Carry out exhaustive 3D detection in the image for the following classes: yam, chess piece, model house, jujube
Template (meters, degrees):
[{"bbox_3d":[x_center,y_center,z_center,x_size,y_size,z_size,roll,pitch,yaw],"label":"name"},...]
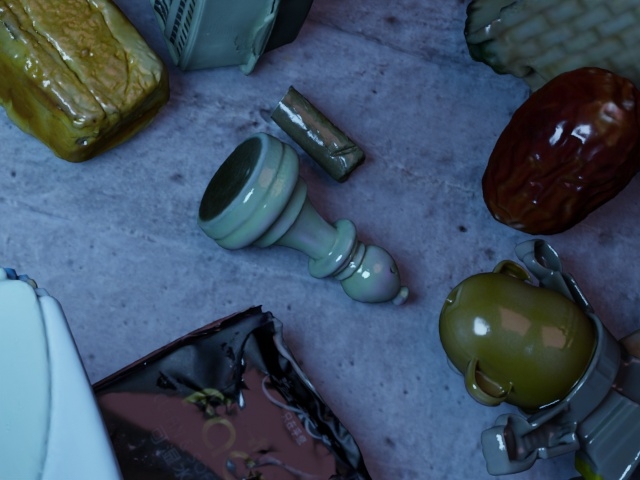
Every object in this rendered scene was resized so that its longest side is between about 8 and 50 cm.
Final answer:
[{"bbox_3d":[-0.004,-0.131,1.481,0.132,0.054,0.054,43,52,-3],"label":"yam"},{"bbox_3d":[0.000,0.000,1.384,0.271,0.139,0.139,34,52,-25],"label":"chess piece"},{"bbox_3d":[0.484,-0.317,1.709,0.400,0.395,0.445,48,34,-18],"label":"model house"},{"bbox_3d":[0.311,-0.111,1.530,0.174,0.250,0.174,18,54,-26],"label":"jujube"}]

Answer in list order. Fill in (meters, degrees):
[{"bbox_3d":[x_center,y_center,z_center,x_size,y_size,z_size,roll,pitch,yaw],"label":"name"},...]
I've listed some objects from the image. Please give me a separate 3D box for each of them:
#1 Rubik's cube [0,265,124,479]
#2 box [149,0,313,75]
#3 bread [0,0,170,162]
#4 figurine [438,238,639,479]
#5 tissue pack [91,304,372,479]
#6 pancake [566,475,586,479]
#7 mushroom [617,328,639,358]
[{"bbox_3d":[-0.351,0.250,0.882,0.351,0.352,0.347,-11,70,-37],"label":"Rubik's cube"},{"bbox_3d":[-0.124,-0.360,1.433,0.166,0.220,0.290,-16,73,-21],"label":"box"},{"bbox_3d":[-0.303,-0.230,1.309,0.294,0.132,0.167,50,52,1],"label":"bread"},{"bbox_3d":[0.267,0.144,1.417,0.285,0.167,0.342,34,23,-18],"label":"figurine"},{"bbox_3d":[-0.125,0.224,1.174,0.332,0.123,0.245,-25,81,-37],"label":"tissue pack"},{"bbox_3d":[0.337,0.380,1.424,0.199,0.021,0.199,14,58,-24],"label":"pancake"},{"bbox_3d":[0.510,0.134,1.579,0.206,0.209,0.206,44,26,-28],"label":"mushroom"}]
